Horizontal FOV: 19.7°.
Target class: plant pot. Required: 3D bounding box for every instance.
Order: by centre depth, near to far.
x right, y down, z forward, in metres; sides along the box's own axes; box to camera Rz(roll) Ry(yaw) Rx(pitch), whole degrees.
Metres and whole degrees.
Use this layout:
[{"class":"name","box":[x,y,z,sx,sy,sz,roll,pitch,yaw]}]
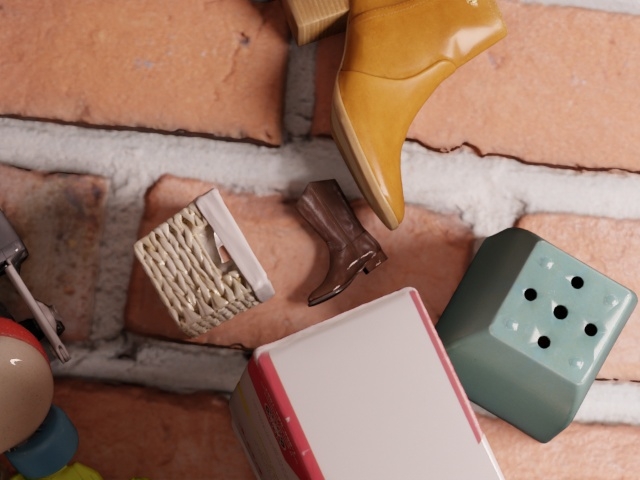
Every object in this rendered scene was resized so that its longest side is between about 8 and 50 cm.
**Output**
[{"class":"plant pot","box":[0.215,0.087,1.832,0.165,0.234,0.165,30,81,2]}]

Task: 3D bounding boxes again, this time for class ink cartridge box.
[{"class":"ink cartridge box","box":[0.046,0.222,1.724,0.160,0.384,0.279,-24,83,-10]}]

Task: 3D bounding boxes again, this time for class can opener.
[{"class":"can opener","box":[-0.350,0.020,1.885,0.095,0.076,0.283,-34,83,-9]}]

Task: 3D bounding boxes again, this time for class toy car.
[{"class":"toy car","box":[-0.381,0.116,1.807,0.210,0.238,0.219,-29,128,-3]}]

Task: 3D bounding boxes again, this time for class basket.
[{"class":"basket","box":[-0.118,0.028,1.856,0.103,0.167,0.113,-31,84,-3]}]

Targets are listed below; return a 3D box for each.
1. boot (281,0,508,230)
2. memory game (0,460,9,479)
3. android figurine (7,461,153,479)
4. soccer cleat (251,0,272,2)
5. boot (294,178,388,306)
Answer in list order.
[{"class":"boot","box":[0.104,-0.176,1.934,0.211,0.104,0.295,-20,78,-7]},{"class":"memory game","box":[-0.368,0.307,1.868,0.186,0.012,0.186,1,81,-4]},{"class":"android figurine","box":[-0.251,0.336,1.841,0.248,0.056,0.273,-34,90,-10]},{"class":"soccer cleat","box":[0.023,-0.379,1.955,0.318,0.116,0.108,-40,85,-9]},{"class":"boot","box":[0.000,0.000,1.931,0.106,0.037,0.114,-34,88,-22]}]
